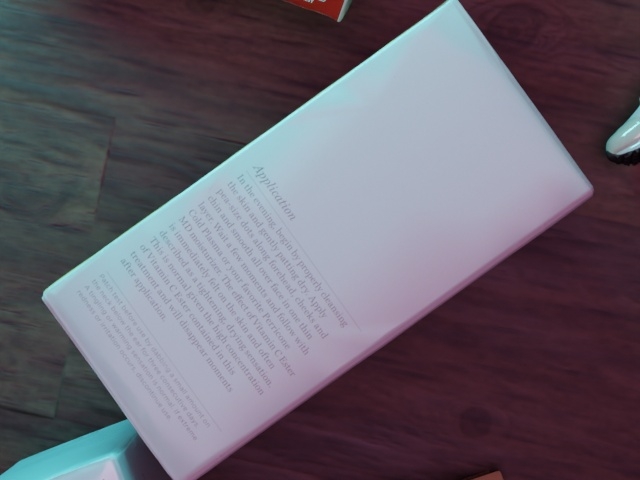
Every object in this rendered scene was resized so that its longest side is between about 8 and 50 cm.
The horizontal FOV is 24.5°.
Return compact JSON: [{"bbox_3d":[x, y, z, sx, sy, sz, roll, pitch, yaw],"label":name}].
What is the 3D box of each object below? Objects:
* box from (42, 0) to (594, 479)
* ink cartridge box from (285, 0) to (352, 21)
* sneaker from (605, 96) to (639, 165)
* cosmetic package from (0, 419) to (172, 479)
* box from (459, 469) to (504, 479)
[{"bbox_3d":[0.000,0.000,1.083,0.345,0.215,0.168,-35,90,2],"label":"box"},{"bbox_3d":[-0.078,-0.349,1.067,0.310,0.130,0.271,20,118,1],"label":"ink cartridge box"},{"bbox_3d":[0.282,-0.125,1.160,0.161,0.057,0.075,-35,74,3],"label":"sneaker"},{"bbox_3d":[-0.153,0.264,1.090,0.138,0.225,0.224,-21,90,2],"label":"cosmetic package"},{"bbox_3d":[0.098,0.296,1.143,0.164,0.021,0.201,-14,85,-26],"label":"box"}]
